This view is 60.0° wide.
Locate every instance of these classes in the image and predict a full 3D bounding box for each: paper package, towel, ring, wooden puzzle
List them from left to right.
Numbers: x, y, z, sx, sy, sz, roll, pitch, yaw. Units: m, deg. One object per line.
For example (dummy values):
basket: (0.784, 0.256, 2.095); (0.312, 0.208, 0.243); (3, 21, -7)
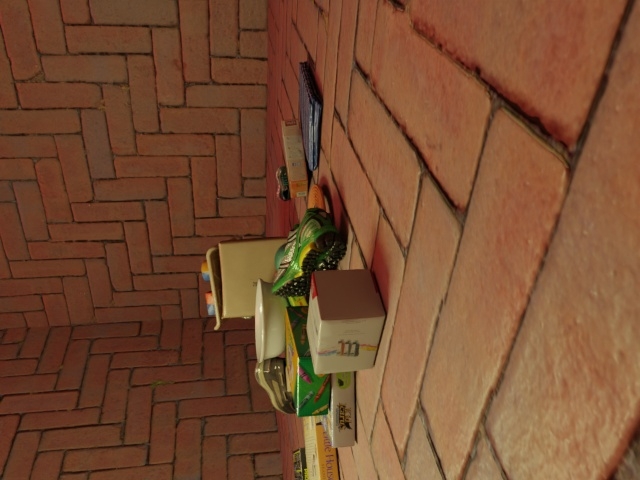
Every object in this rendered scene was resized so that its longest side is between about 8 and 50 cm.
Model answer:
wooden puzzle: (-0.429, 0.178, 2.394); (0.322, 0.080, 0.348); (-39, -54, -78)
paper package: (-0.242, 0.143, 2.235); (0.168, 0.324, 0.310); (-172, 78, -82)
towel: (-0.035, -0.406, 1.788); (0.336, 0.040, 0.243); (-102, 11, -51)
ring: (0.000, 0.000, 1.653); (0.336, 0.032, 0.337); (177, 90, -81)

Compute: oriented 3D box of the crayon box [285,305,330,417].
crayon box: (-0.038, 0.298, 1.418); (0.278, 0.081, 0.166); (-118, 28, -70)

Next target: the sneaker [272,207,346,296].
sneaker: (-0.039, 0.044, 1.483); (0.344, 0.134, 0.146); (-53, 42, 46)

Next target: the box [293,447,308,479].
box: (-0.056, 0.901, 2.094); (0.270, 0.060, 0.217); (109, 157, -65)

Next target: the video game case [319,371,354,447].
video game case: (0.033, 0.365, 1.440); (0.269, 0.061, 0.245); (-160, 70, -80)

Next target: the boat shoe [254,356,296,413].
boat shoe: (-0.123, 0.556, 2.095); (0.355, 0.130, 0.132); (60, -147, -43)

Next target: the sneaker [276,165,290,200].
sneaker: (-0.159, -0.253, 2.504); (0.076, 0.064, 0.167); (39, 136, 56)

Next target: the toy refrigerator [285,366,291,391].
toy refrigerator: (-0.056, 0.423, 1.865); (0.270, 0.102, 0.094); (102, 163, -58)

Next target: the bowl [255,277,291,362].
bowl: (-0.157, 0.285, 1.981); (0.298, 0.134, 0.298); (-179, 90, -78)

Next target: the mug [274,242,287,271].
mug: (-0.087, 0.063, 1.883); (0.097, 0.129, 0.158); (-138, 47, -73)

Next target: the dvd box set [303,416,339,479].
dvd box set: (0.003, 0.701, 1.693); (0.308, 0.062, 0.421); (110, 156, -66)

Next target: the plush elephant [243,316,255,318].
plush elephant: (-0.243, 0.240, 2.444); (0.330, 0.271, 0.256); (64, -145, -44)

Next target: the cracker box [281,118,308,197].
cracker box: (-0.089, -0.284, 1.929); (0.156, 0.067, 0.233); (96, 166, -75)

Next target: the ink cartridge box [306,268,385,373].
ink cartridge box: (0.045, 0.165, 1.120); (0.128, 0.127, 0.176); (-103, 15, -46)

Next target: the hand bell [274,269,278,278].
hand bell: (-0.072, 0.155, 1.971); (0.242, 0.126, 0.126); (-166, 74, -68)

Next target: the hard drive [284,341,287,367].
hard drive: (-0.044, 0.342, 1.708); (0.022, 0.135, 0.094); (42, -145, -55)

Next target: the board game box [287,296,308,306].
board game box: (-0.064, 0.237, 1.869); (0.092, 0.043, 0.181); (126, 121, -74)
